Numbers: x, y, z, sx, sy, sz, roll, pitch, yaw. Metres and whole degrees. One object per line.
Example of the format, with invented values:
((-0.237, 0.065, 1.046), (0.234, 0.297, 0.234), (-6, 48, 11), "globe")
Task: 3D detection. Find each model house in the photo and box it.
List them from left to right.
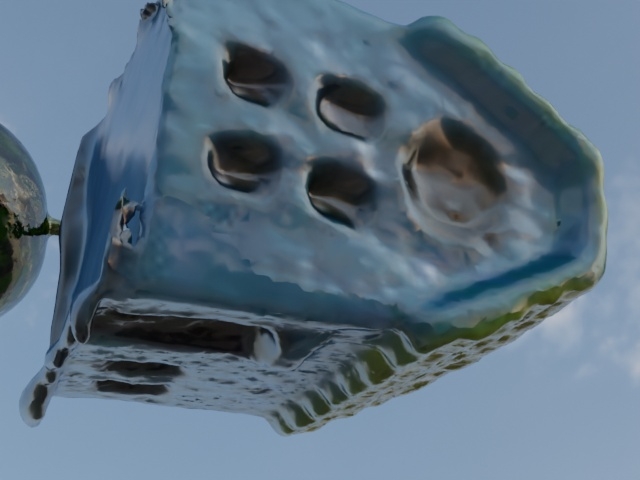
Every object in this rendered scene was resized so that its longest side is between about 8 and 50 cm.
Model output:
((0.000, 0.000, 0.621), (0.303, 0.215, 0.237), (10, -25, -20), "model house")

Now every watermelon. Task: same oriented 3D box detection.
((-0.295, -0.019, 0.831), (0.215, 0.188, 0.188), (0, -49, -17), "watermelon")
